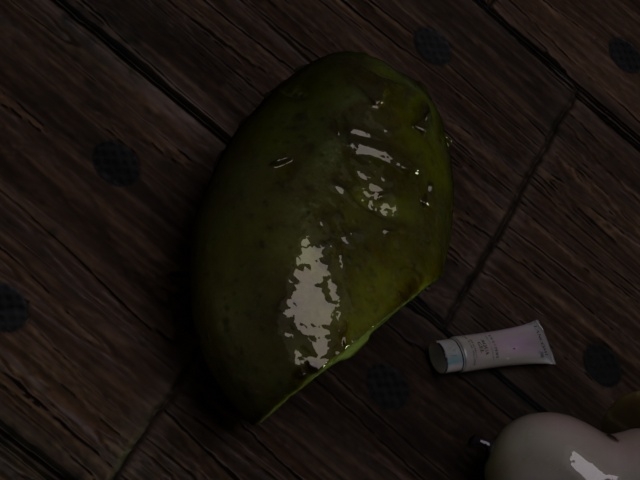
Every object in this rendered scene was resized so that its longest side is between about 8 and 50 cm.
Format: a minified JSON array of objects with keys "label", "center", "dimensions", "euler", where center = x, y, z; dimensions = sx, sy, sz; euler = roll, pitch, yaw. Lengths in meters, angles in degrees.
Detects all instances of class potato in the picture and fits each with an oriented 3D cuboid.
[{"label":"potato","center":[0.000,0.000,1.346],"dimensions":[0.176,0.141,0.298],"euler":[28,59,-7]}]

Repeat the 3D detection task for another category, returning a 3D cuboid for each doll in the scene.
[{"label":"doll","center":[0.208,0.237,1.353],"dimensions":[0.208,0.144,0.271],"euler":[2,56,-9]}]

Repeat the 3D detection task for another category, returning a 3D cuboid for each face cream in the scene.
[{"label":"face cream","center":[0.129,0.081,1.457],"dimensions":[0.115,0.020,0.038],"euler":[-4,65,-39]}]
